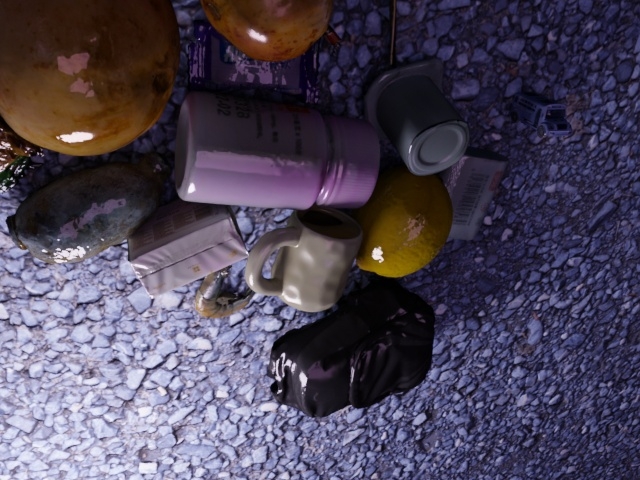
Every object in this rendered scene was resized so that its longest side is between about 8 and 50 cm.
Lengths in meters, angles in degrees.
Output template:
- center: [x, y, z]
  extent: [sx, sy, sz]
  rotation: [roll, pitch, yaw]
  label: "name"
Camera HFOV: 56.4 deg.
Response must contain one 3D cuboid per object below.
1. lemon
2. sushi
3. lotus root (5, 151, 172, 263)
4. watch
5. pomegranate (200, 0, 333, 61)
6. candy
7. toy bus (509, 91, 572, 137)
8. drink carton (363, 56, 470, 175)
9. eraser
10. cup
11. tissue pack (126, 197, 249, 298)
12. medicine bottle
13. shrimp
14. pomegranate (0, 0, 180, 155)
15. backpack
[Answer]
- center: [0.191, -0.046, 1.405]
  extent: [0.235, 0.236, 0.263]
  rotation: [8, 135, -24]
  label: "lemon"
- center: [-0.592, -0.162, 1.090]
  extent: [0.287, 0.149, 0.140]
  rotation: [-20, 123, 26]
  label: "sushi"
- center: [-0.453, -0.064, 1.200]
  extent: [0.349, 0.175, 0.175]
  rotation: [-27, 126, -2]
  label: "lotus root"
- center: [0.070, -0.455, 1.191]
  extent: [0.164, 0.102, 0.268]
  rotation: [-15, 134, -2]
  label: "watch"
- center: [-0.092, -0.442, 1.049]
  extent: [0.248, 0.248, 0.248]
  rotation: [-9, 124, -14]
  label: "pomegranate"
- center: [-0.126, -0.351, 1.192]
  extent: [0.275, 0.070, 0.145]
  rotation: [1, 114, -15]
  label: "candy"
- center: [0.516, -0.294, 1.397]
  extent: [0.073, 0.167, 0.076]
  rotation: [-5, 120, -17]
  label: "toy bus"
- center: [0.212, -0.248, 1.289]
  extent: [0.191, 0.190, 0.185]
  rotation: [-16, 145, -10]
  label: "drink carton"
- center: [0.357, -0.120, 1.507]
  extent: [0.174, 0.081, 0.227]
  rotation: [6, 120, -19]
  label: "eraser"
- center: [-0.031, 0.054, 1.309]
  extent: [0.255, 0.173, 0.202]
  rotation: [-31, 146, -58]
  label: "cup"
- center: [-0.289, -0.005, 1.284]
  extent: [0.225, 0.185, 0.124]
  rotation: [-24, 123, -4]
  label: "tissue pack"
- center: [-0.090, -0.174, 1.224]
  extent: [0.388, 0.219, 0.219]
  rotation: [3, 120, -21]
  label: "medicine bottle"
- center: [-0.224, 0.112, 1.472]
  extent: [0.150, 0.051, 0.217]
  rotation: [8, 126, -28]
  label: "shrimp"
- center: [-0.401, -0.316, 0.982]
  extent: [0.338, 0.338, 0.338]
  rotation: [-9, 124, -14]
  label: "pomegranate"
- center: [0.073, 0.298, 1.575]
  extent: [0.445, 0.255, 0.363]
  rotation: [-19, 128, -25]
  label: "backpack"
